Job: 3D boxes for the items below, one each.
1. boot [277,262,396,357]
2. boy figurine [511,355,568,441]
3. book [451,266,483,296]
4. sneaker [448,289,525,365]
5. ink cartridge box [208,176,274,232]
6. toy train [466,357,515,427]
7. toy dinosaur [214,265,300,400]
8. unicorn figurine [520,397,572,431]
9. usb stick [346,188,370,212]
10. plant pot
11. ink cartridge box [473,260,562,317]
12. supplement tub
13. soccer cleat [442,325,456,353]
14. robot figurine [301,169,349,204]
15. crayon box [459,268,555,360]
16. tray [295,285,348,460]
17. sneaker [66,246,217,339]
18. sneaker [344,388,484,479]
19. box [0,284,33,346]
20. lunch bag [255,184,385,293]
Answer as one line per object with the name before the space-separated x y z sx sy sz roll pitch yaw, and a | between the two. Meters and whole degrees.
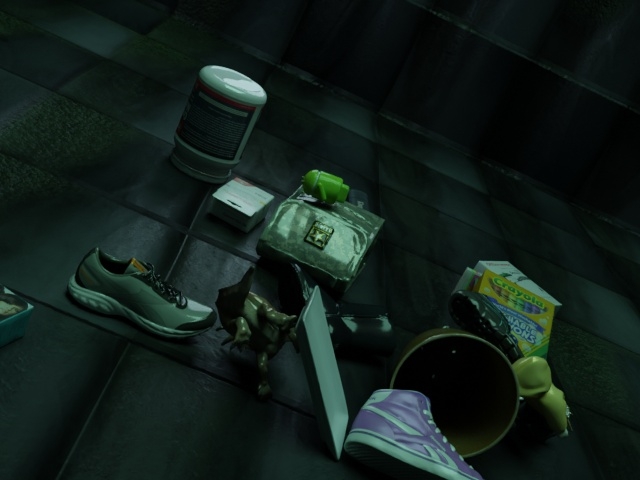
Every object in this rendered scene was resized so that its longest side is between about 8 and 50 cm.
boot | 0.037 0.152 1.797 0.207 0.094 0.246 7 36 -33
boy figurine | 0.436 0.317 1.690 0.177 0.092 0.285 59 2 34
book | 0.439 0.143 2.273 0.144 0.096 0.035 25 17 -5
sneaker | 0.400 0.213 1.892 0.106 0.101 0.267 -2 51 -42
ink cartridge box | -0.203 -0.086 2.106 0.115 0.067 0.198 28 20 4
toy train | 0.363 0.311 1.756 0.046 0.166 0.125 -24 24 -31
toy dinosaur | -0.127 0.141 1.496 0.200 0.127 0.295 45 -15 45
unicorn figurine | 0.493 0.362 1.891 0.111 0.060 0.162 -1 35 -48
usb stick | 0.115 -0.083 2.488 0.077 0.045 0.278 23 22 -10
plant pot | 0.244 0.264 1.647 0.237 0.237 0.254 25 9 -4
ink cartridge box | 0.541 0.152 2.374 0.160 0.092 0.219 2 33 -47
supplement tub | -0.276 -0.309 2.247 0.191 0.272 0.191 23 22 -10
soccer cleat | 0.322 0.272 1.878 0.068 0.076 0.196 0 34 -49
robot figurine | 0.009 -0.128 2.001 0.115 0.067 0.101 20 15 -4
crayon box | 0.465 0.200 2.092 0.203 0.083 0.323 28 36 3
tray | 0.001 0.227 1.443 0.030 0.270 0.145 -9 18 11
sneaker | -0.311 0.097 1.518 0.272 0.108 0.100 22 20 -16
sneaker | 0.198 0.350 1.448 0.282 0.102 0.161 29 49 5
box | -0.544 0.132 1.234 0.101 0.060 0.244 31 22 10
lunch bag | 0.000 0.000 2.012 0.235 0.168 0.287 26 26 6
